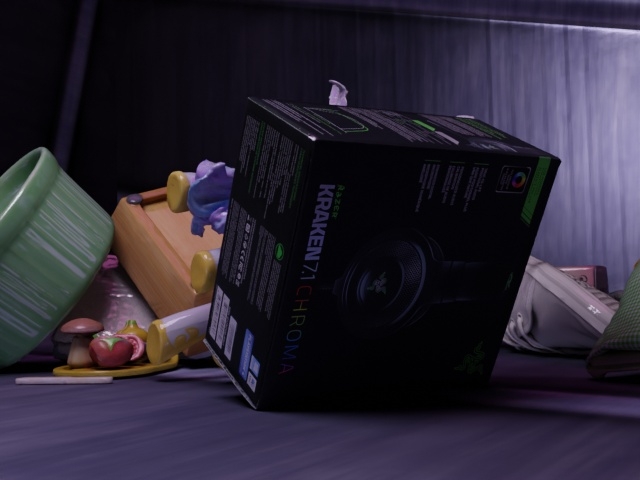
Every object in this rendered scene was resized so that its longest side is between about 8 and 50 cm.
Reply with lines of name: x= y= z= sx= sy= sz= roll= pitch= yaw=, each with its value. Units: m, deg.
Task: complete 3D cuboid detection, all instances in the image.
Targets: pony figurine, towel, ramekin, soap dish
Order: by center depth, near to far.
pony figurine: x=0.000 y=0.000 z=0.991 sx=0.363 sy=0.351 sz=0.303 roll=-2 pitch=21 yaw=-35
ramekin: x=-0.426 y=0.031 z=1.166 sx=0.148 sy=0.303 sz=0.303 roll=43 pitch=-26 yaw=-25
soap dish: x=-0.152 y=0.021 z=1.208 sx=0.229 sy=0.118 sz=0.291 roll=-17 pitch=43 yaw=-29
towel: x=-0.236 y=0.099 z=1.229 sx=0.282 sy=0.049 sz=0.187 roll=4 pitch=38 yaw=-5

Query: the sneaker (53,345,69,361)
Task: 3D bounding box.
sneaker: x=-0.275 y=0.122 z=1.336 sx=0.126 sy=0.127 sz=0.321 roll=-2 pitch=-1 yaw=41

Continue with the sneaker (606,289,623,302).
sneaker: x=0.471 y=0.114 z=1.234 sx=0.130 sy=0.087 sz=0.227 roll=-8 pitch=-8 yaw=-3

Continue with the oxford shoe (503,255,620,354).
oxford shoe: x=0.316 y=0.103 z=1.177 sx=0.169 sy=0.130 sz=0.449 roll=33 pitch=1 yaw=-15

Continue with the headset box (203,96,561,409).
headset box: x=0.061 y=0.011 z=0.787 sx=0.283 sy=0.246 sz=0.131 roll=1 pitch=23 yaw=-32

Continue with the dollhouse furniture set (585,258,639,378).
dollhouse furniture set: x=0.376 y=0.004 z=0.792 sx=0.197 sy=0.151 sz=0.301 roll=-43 pitch=14 yaw=-34

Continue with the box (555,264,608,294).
box: x=0.382 y=0.110 z=1.495 sx=0.232 sy=0.126 sz=0.148 roll=-3 pitch=-3 yaw=26

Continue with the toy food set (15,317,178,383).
toy food set: x=-0.262 y=0.131 z=1.047 sx=0.128 sy=0.071 sz=0.218 roll=-2 pitch=-3 yaw=16
